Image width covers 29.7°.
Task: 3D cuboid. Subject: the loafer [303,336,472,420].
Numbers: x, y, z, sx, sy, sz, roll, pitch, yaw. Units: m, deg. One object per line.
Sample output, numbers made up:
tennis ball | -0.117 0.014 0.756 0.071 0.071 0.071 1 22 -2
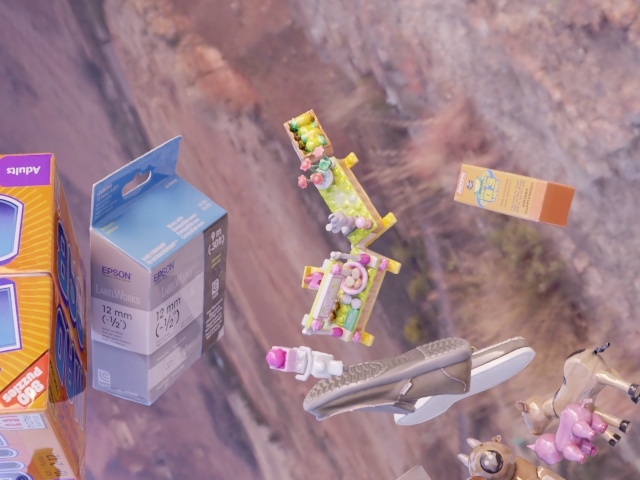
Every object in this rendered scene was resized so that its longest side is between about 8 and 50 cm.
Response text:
loafer | 0.100 0.214 1.699 0.094 0.251 0.087 -81 -26 -78

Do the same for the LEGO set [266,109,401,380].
LEGO set | 0.000 0.000 1.231 0.107 0.132 0.287 8 -98 -58

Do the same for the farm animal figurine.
farm animal figurine | 0.297 0.323 1.702 0.172 0.330 0.326 31 154 31

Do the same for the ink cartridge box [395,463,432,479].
ink cartridge box | 0.012 0.431 1.627 0.072 0.303 0.307 51 -171 11

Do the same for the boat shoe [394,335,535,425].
boat shoe | 0.256 0.246 2.254 0.109 0.305 0.091 25 -139 -50

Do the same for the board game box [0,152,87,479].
board game box | -0.513 0.130 1.621 0.356 0.357 0.356 96 170 -63

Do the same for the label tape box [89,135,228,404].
label tape box | -0.246 0.042 1.879 0.115 0.249 0.347 16 118 19

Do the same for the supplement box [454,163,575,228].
supplement box | 0.345 -0.082 2.174 0.233 0.080 0.078 18 97 57
